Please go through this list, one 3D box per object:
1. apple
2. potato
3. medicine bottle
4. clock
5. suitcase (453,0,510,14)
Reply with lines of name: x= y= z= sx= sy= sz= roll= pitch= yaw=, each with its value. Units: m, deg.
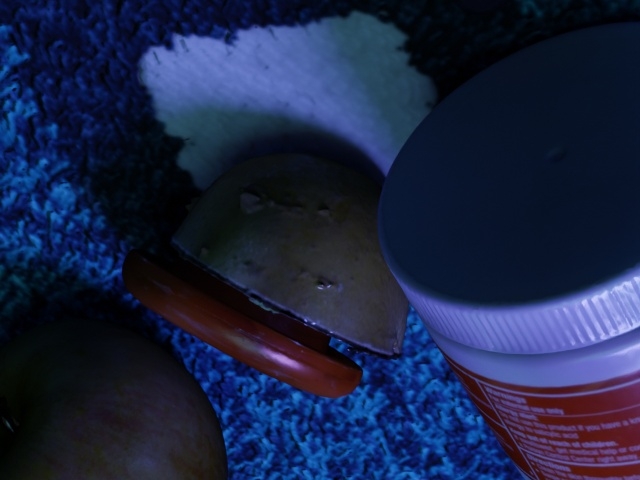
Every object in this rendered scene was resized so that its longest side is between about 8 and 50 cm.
apple: x=-0.197 y=0.202 z=1.262 sx=0.257 sy=0.257 sz=0.234 roll=-20 pitch=133 yaw=31
potato: x=0.000 y=0.000 z=1.100 sx=0.202 sy=0.117 sz=0.182 roll=26 pitch=-179 yaw=-21
medicine bottle: x=0.197 y=0.026 z=0.975 sx=0.252 sy=0.252 sz=0.241 roll=-12 pitch=132 yaw=25
clock: x=-0.059 y=0.059 z=1.149 sx=0.205 sy=0.051 sz=0.205 roll=27 pitch=179 yaw=0
suitcase: x=0.114 y=-0.266 z=0.821 sx=0.206 sy=0.066 sz=0.285 roll=34 pitch=133 yaw=-21
